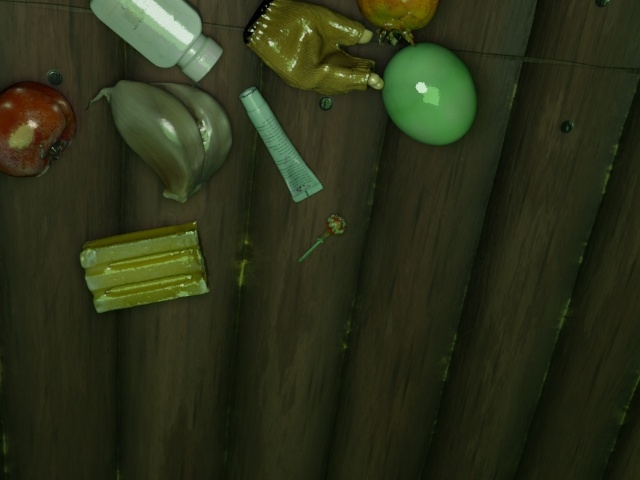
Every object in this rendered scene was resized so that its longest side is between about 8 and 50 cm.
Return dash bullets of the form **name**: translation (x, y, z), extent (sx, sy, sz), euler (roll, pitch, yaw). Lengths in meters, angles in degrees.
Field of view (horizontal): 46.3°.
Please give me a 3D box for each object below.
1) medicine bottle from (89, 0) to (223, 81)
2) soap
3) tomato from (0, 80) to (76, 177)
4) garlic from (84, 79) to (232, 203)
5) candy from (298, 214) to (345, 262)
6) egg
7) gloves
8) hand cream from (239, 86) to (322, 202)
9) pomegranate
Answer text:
- **medicine bottle**: translation (-0.371, -0.503, 1.734), extent (0.296, 0.111, 0.161), euler (38, 107, -20)
- **soap**: translation (-0.467, 0.068, 2.012), extent (0.315, 0.091, 0.199), euler (-11, 116, -2)
- **tomato**: translation (-0.695, -0.261, 1.750), extent (0.188, 0.232, 0.232), euler (35, 108, 1)
- **garlic**: translation (-0.366, -0.292, 1.825), extent (0.340, 0.231, 0.246), euler (46, 147, -9)
- **candy**: translation (0.000, 0.000, 2.077), extent (0.055, 0.049, 0.185), euler (48, 110, 6)
- **egg**: translation (0.267, -0.354, 1.833), extent (0.220, 0.220, 0.269), euler (-30, 123, 7)
- **gloves**: translation (-0.008, -0.449, 1.777), extent (0.356, 0.155, 0.203), euler (27, 73, 1)
- **hand cream**: translation (-0.105, -0.242, 1.926), extent (0.085, 0.058, 0.331), euler (-29, 116, 5)
- **pomegranate**: translation (0.182, -0.567, 1.725), extent (0.210, 0.210, 0.235), euler (0, 103, -8)
